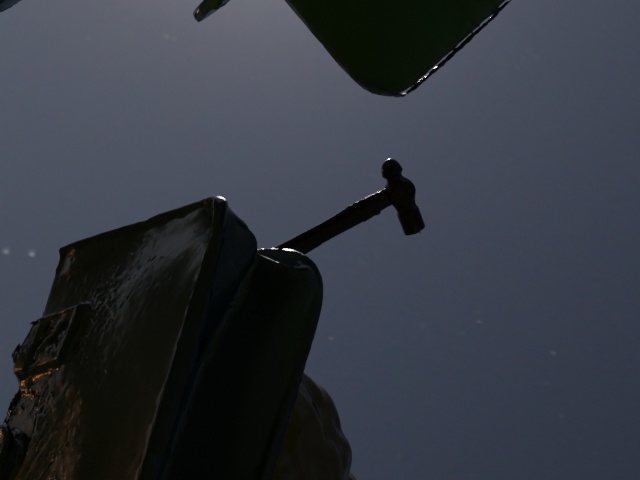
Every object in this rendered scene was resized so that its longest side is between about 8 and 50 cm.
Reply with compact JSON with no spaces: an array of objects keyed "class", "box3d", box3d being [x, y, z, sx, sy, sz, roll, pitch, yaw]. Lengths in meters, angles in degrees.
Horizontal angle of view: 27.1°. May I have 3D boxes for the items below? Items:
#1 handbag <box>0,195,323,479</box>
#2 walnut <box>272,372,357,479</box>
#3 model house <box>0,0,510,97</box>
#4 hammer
[{"class":"handbag","box3d":[-0.097,0.099,0.565,0.179,0.062,0.229,-14,-129,48]},{"class":"walnut","box3d":[-0.094,0.240,1.244,0.253,0.282,0.277,-22,-89,-10]},{"class":"model house","box3d":[0.004,-0.199,0.723,0.358,0.242,0.313,-45,-176,-26]},{"class":"hammer","box3d":[0.000,0.000,1.071,0.178,0.065,0.021,-28,-169,-9]}]
